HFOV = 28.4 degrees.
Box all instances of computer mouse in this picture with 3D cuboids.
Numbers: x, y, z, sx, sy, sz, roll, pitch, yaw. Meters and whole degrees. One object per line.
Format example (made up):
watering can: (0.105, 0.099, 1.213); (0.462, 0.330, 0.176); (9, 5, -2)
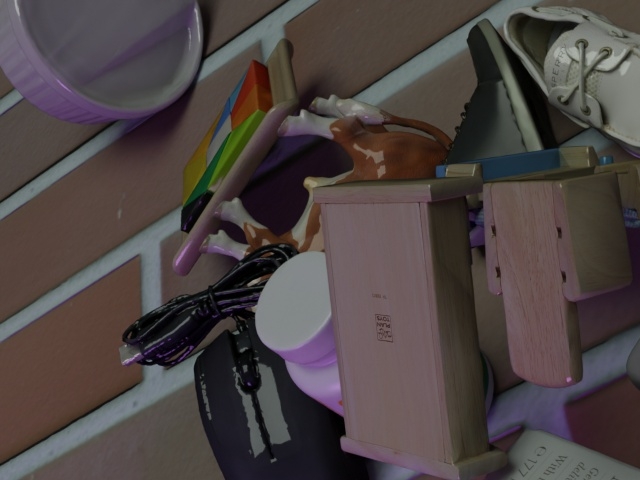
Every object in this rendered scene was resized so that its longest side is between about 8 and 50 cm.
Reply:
computer mouse: (-0.054, 0.153, 1.107); (0.188, 0.072, 0.272); (-28, 79, 9)

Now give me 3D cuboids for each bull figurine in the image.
bull figurine: (0.000, 0.000, 1.216); (0.188, 0.101, 0.310); (37, 79, 7)

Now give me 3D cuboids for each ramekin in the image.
ramekin: (-0.292, -0.270, 1.602); (0.127, 0.273, 0.273); (-21, 48, 49)

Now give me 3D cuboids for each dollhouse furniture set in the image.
dollhouse furniture set: (0.192, 0.037, 0.915); (0.286, 0.303, 0.198); (2, 101, 56)

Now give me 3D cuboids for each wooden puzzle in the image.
wooden puzzle: (-0.097, -0.098, 1.351); (0.221, 0.044, 0.238); (-55, 14, 20)

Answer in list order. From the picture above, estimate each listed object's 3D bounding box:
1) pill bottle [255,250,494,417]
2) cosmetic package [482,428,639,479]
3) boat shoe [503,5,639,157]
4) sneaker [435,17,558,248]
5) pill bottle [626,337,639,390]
pill bottle: (0.044, 0.093, 1.051); (0.118, 0.208, 0.117); (-24, 48, 30)
cosmetic package: (0.225, 0.282, 0.738); (0.217, 0.156, 0.385); (-42, 33, -27)
boat shoe: (0.234, -0.139, 1.084); (0.277, 0.096, 0.098); (-127, 50, -62)
sneaker: (0.146, -0.103, 1.178); (0.118, 0.083, 0.222); (-28, 52, 21)
pill bottle: (0.339, 0.021, 0.873); (0.146, 0.146, 0.264); (29, 83, 50)
